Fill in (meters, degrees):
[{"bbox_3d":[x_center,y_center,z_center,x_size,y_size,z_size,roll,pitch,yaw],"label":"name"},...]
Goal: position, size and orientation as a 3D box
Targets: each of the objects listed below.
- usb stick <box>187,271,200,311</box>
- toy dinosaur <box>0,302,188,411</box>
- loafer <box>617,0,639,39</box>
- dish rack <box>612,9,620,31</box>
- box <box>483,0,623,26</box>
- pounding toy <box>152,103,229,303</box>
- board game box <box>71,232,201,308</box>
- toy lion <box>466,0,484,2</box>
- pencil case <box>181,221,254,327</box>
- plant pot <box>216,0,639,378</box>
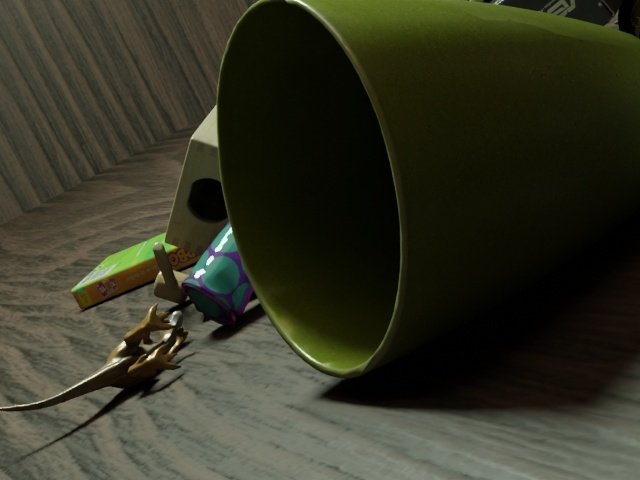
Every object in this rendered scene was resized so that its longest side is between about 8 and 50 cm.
[{"bbox_3d":[-0.005,-0.003,1.659,0.278,0.045,0.077,-26,21,3],"label":"usb stick"},{"bbox_3d":[-0.182,0.119,1.505,0.211,0.064,0.112,-25,-12,-46],"label":"toy dinosaur"},{"bbox_3d":[0.464,-0.266,1.624,0.366,0.134,0.130,-32,11,26],"label":"loafer"},{"bbox_3d":[0.449,-0.302,1.924,0.208,0.074,0.271,-28,11,-13],"label":"dish rack"},{"bbox_3d":[0.168,-0.197,1.792,0.395,0.097,0.318,-38,3,26],"label":"box"},{"bbox_3d":[-0.109,-0.017,1.733,0.094,0.206,0.181,19,26,4],"label":"pounding toy"},{"bbox_3d":[-0.177,0.009,2.024,0.259,0.039,0.124,-25,11,23],"label":"board game box"},{"bbox_3d":[0.183,-0.281,1.733,0.096,0.034,0.100,-33,6,-8],"label":"toy lion"},{"bbox_3d":[-0.067,0.011,1.585,0.152,0.070,0.064,-51,-19,-23],"label":"pencil case"},{"bbox_3d":[0.113,-0.065,1.217,0.293,0.275,0.275,-13,4,-27],"label":"plant pot"}]
